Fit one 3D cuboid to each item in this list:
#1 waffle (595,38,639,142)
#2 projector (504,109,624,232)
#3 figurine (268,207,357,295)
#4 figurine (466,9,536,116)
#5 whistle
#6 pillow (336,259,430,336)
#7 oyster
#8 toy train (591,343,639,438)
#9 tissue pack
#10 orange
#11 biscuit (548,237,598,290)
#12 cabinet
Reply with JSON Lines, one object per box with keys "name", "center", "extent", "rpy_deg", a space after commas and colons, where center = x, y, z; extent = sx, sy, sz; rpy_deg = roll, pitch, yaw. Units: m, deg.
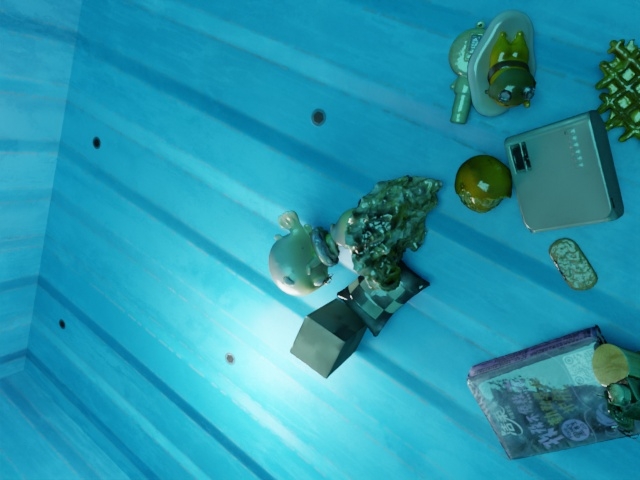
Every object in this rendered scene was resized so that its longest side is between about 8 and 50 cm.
{"name": "waffle", "center": [0.772, -0.331, 0.964], "extent": [0.293, 0.069, 0.259], "rpy_deg": [2, 104, 29]}
{"name": "projector", "center": [0.578, -0.157, 1.053], "extent": [0.198, 0.108, 0.250], "rpy_deg": [-13, 93, 48]}
{"name": "figurine", "center": [0.000, 0.000, 1.364], "extent": [0.394, 0.226, 0.274], "rpy_deg": [-29, 111, 20]}
{"name": "figurine", "center": [0.448, -0.414, 1.046], "extent": [0.167, 0.141, 0.249], "rpy_deg": [0, 113, 6]}
{"name": "whistle", "center": [0.389, -0.438, 1.154], "extent": [0.126, 0.067, 0.258], "rpy_deg": [16, 109, 22]}
{"name": "pillow", "center": [0.187, 0.150, 1.344], "extent": [0.186, 0.106, 0.250], "rpy_deg": [47, 113, 14]}
{"name": "oyster", "center": [0.210, -0.041, 1.229], "extent": [0.238, 0.115, 0.351], "rpy_deg": [43, 89, -15]}
{"name": "toy train", "center": [0.737, 0.343, 0.981], "extent": [0.308, 0.189, 0.126], "rpy_deg": [18, 122, -14]}
{"name": "tissue pack", "center": [0.606, 0.408, 1.156], "extent": [0.361, 0.122, 0.259], "rpy_deg": [-33, 81, 31]}
{"name": "orange", "center": [0.424, -0.146, 1.140], "extent": [0.134, 0.156, 0.156], "rpy_deg": [-8, 95, -1]}
{"name": "biscuit", "center": [0.646, 0.062, 1.127], "extent": [0.071, 0.018, 0.147], "rpy_deg": [-33, 81, 26]}
{"name": "cabinet", "center": [0.034, 0.304, 1.395], "extent": [0.145, 0.206, 0.150], "rpy_deg": [31, 112, 21]}
